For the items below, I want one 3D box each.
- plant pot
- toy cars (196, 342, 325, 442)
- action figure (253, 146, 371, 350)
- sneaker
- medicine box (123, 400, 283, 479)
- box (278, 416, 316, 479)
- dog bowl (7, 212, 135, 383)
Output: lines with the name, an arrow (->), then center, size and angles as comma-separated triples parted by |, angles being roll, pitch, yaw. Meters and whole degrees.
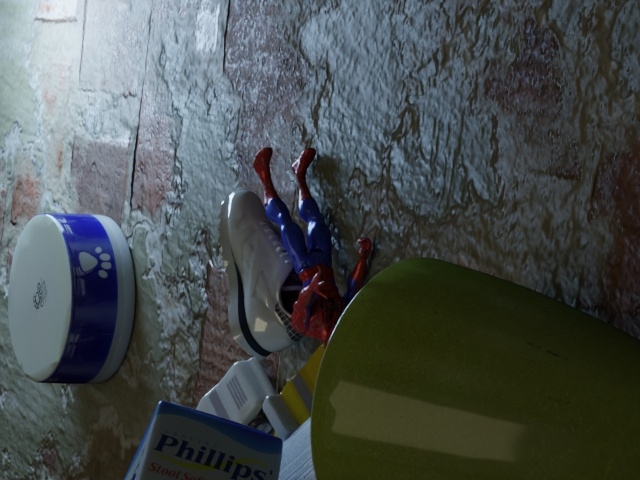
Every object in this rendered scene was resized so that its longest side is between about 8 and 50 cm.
plant pot -> 0.190, 0.165, 1.301 | 0.294, 0.275, 0.274 | 7, 94, 42
toy cars -> -0.074, 0.223, 1.839 | 0.394, 0.087, 0.176 | -19, 72, 56
action figure -> 0.000, 0.000, 1.734 | 0.139, 0.091, 0.280 | 126, 136, -53
sneaker -> -0.063, 0.031, 1.858 | 0.095, 0.090, 0.235 | -30, 56, 27
medicine box -> -0.165, 0.370, 1.606 | 0.289, 0.149, 0.263 | -80, 13, -47
box -> 0.005, 0.258, 1.651 | 0.126, 0.072, 0.137 | -45, 20, 24
dog bowl -> -0.388, 0.089, 2.331 | 0.265, 0.104, 0.264 | -8, 80, 57
